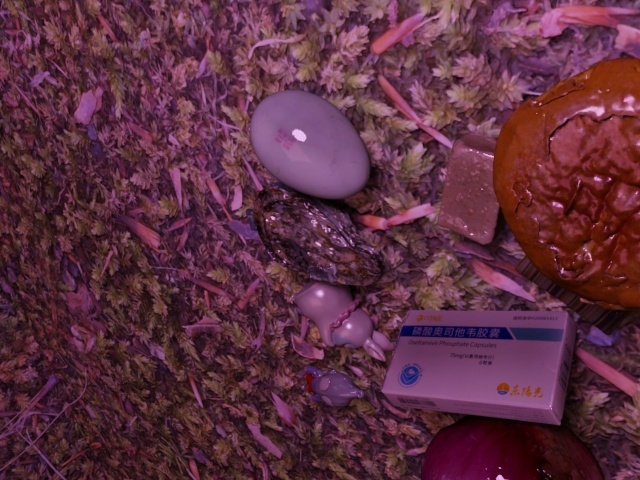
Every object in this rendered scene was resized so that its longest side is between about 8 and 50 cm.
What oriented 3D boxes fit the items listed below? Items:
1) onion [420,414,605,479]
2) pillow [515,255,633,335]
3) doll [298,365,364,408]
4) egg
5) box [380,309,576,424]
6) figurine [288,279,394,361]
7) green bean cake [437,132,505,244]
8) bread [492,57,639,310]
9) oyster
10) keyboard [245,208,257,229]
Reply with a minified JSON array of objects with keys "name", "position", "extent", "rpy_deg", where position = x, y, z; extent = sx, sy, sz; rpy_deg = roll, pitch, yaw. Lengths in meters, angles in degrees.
[{"name":"onion","position":[0.375,0.415,1.231],"extent":[0.348,0.348,0.384],"rpy_deg":[3,82,36]},{"name":"pillow","position":[0.458,0.076,1.129],"extent":[0.203,0.038,0.113],"rpy_deg":[37,131,14]},{"name":"doll","position":[0.029,0.369,1.596],"extent":[0.228,0.075,0.102],"rpy_deg":[2,106,49]},{"name":"egg","position":[-0.019,-0.184,1.245],"extent":[0.264,0.183,0.182],"rpy_deg":[37,131,5]},{"name":"box","position":[0.300,0.234,1.228],"extent":[0.344,0.200,0.065],"rpy_deg":[-5,138,38]},{"name":"figurine","position":[0.047,0.191,1.448],"extent":[0.155,0.127,0.235],"rpy_deg":[-36,94,25]},{"name":"green bean cake","position":[0.283,-0.094,1.135],"extent":[0.109,0.085,0.179],"rpy_deg":[20,126,25]},{"name":"bread","position":[0.451,-0.085,0.937],"extent":[0.337,0.204,0.358],"rpy_deg":[-23,96,45]},{"name":"oyster","position":[0.005,0.000,1.364],"extent":[0.351,0.158,0.162],"rpy_deg":[30,142,7]},{"name":"keyboard","position":[-0.104,-0.045,1.503],"extent":[0.176,0.014,0.055],"rpy_deg":[6,121,35]}]
